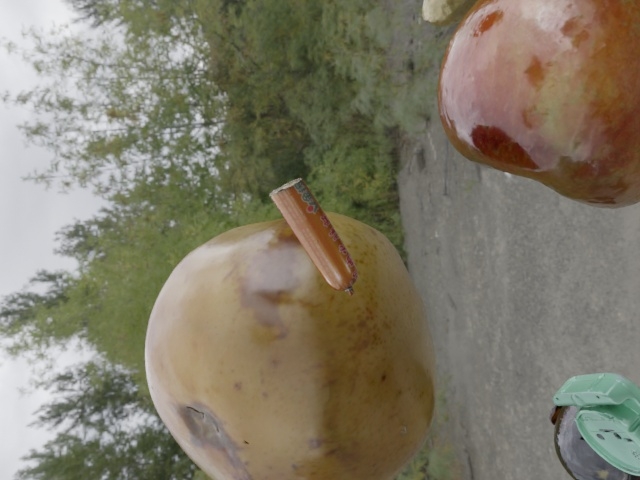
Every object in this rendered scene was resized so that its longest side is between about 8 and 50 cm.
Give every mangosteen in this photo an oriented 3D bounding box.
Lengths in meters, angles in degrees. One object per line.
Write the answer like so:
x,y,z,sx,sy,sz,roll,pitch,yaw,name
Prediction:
0.580,0.398,1.119,0.265,0.228,0.228,111,155,-79,mangosteen

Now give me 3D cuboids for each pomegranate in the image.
-0.026,0.154,0.770,0.416,0.416,0.417,176,90,-89,pomegranate

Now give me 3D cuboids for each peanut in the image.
0.317,-0.512,1.067,0.111,0.274,0.125,32,-144,-40,peanut

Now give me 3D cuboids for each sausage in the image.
0.000,0.000,0.447,0.107,0.031,0.031,57,-174,-12,sausage

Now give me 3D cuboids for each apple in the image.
0.297,-0.196,0.668,0.301,0.301,0.301,176,90,-89,apple

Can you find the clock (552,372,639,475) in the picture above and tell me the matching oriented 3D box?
0.500,0.317,0.909,0.211,0.066,0.159,51,160,8,clock
